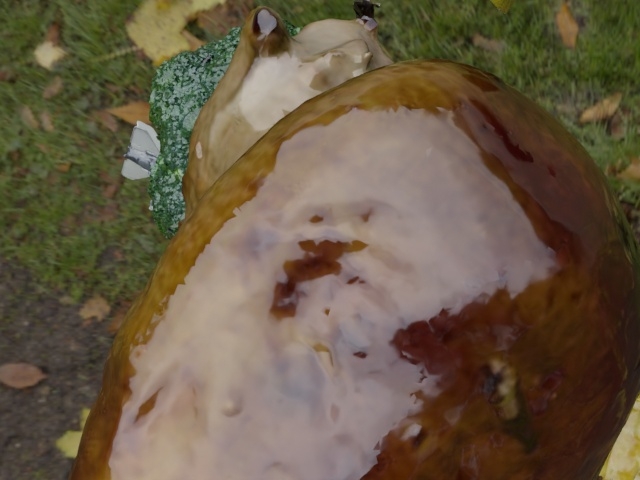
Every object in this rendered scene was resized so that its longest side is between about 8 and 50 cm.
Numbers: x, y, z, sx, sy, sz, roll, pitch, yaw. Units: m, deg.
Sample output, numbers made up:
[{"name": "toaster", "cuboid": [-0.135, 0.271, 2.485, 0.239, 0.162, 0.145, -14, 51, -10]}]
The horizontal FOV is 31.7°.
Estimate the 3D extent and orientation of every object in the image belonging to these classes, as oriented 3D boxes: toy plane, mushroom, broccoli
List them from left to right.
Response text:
[{"name": "toy plane", "cuboid": [-0.147, -0.061, 1.356, 0.234, 0.082, 0.160, 35, 137, 6]}, {"name": "broccoli", "cuboid": [-0.037, -0.074, 1.175, 0.307, 0.275, 0.308, 8, 63, -16]}, {"name": "mushroom", "cuboid": [0.015, 0.065, 0.567, 0.259, 0.345, 0.345, 36, 93, 34]}]

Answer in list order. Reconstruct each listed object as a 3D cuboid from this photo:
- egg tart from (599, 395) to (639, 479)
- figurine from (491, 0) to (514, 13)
[{"name": "egg tart", "cuboid": [0.457, 0.329, 1.584, 0.169, 0.388, 0.388, 15, 88, 32]}, {"name": "figurine", "cuboid": [0.285, -0.461, 1.404, 0.315, 0.168, 0.187, -42, 40, 16]}]
